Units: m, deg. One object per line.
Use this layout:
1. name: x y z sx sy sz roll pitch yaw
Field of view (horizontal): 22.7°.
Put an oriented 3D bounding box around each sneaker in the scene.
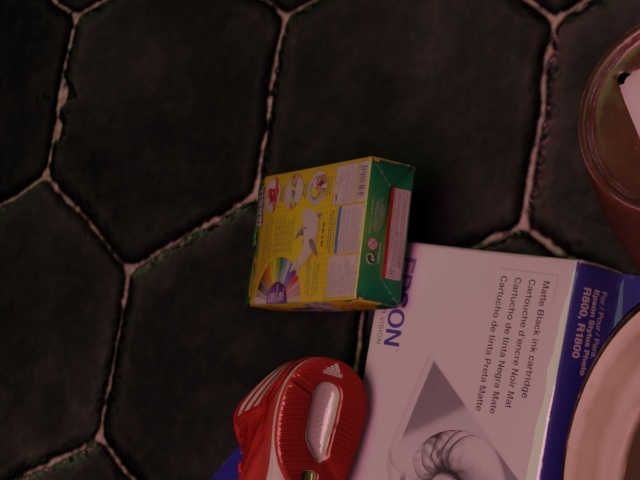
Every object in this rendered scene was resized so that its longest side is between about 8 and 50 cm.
1. sneaker: -0.031 0.189 1.144 0.221 0.087 0.128 -67 12 -6

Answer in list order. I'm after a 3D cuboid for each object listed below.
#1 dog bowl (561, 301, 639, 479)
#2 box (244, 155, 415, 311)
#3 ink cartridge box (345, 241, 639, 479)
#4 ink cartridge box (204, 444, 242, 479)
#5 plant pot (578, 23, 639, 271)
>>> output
1. dog bowl: 0.302 0.183 0.744 0.408 0.150 0.407 33 132 47
2. box: 0.000 0.000 1.170 0.179 0.043 0.105 -4 76 58
3. ink cartridge box: 0.123 0.118 1.069 0.224 0.045 0.223 5 83 39
4. ink cartridge box: -0.127 0.325 1.192 0.371 0.069 0.176 -49 55 9
5. plant pot: 0.241 -0.044 0.880 0.215 0.230 0.215 -9 73 33
